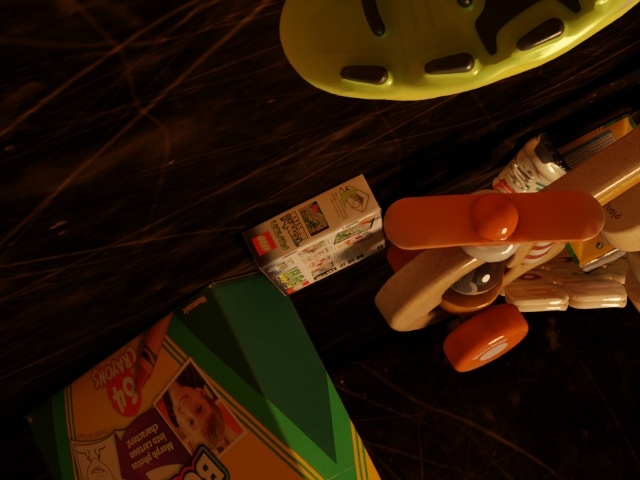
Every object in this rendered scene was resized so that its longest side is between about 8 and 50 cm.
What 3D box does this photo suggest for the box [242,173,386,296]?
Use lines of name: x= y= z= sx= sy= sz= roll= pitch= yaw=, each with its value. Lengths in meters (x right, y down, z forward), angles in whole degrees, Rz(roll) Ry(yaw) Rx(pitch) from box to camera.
box: x=0.000 y=0.000 z=1.131 sx=0.114 sy=0.036 sz=0.207 roll=-26 pitch=170 yaw=-1

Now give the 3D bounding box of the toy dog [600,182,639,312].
toy dog: x=0.422 y=-0.035 z=1.202 sx=0.220 sy=0.161 sz=0.333 roll=24 pitch=114 yaw=-34

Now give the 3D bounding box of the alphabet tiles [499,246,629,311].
alphabet tiles: x=0.276 y=0.034 z=1.576 sx=0.278 sy=0.021 sz=0.284 roll=-4 pitch=-164 yaw=-4

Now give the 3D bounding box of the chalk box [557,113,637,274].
chalk box: x=0.331 y=-0.048 z=1.454 sx=0.132 sy=0.132 sz=0.213 roll=-29 pitch=171 yaw=10

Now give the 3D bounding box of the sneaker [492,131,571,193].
sneaker: x=0.214 y=-0.064 z=1.280 sx=0.075 sy=0.057 sz=0.161 roll=-33 pitch=172 yaw=9

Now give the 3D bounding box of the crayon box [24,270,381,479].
crayon box: x=-0.121 y=0.247 z=1.302 sx=0.106 sy=0.313 sz=0.363 roll=-15 pitch=165 yaw=-49

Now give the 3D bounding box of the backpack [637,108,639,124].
backpack: x=0.390 y=-0.118 z=1.320 sx=0.098 sy=0.101 sz=0.120 roll=-27 pitch=173 yaw=8

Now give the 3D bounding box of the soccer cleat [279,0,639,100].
soccer cleat: x=0.120 y=-0.138 z=0.563 sx=0.289 sy=0.093 sz=0.121 roll=-27 pitch=177 yaw=7

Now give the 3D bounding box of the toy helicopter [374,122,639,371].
toy helicopter: x=0.199 y=-0.029 z=1.125 sx=0.355 sy=0.140 sz=0.235 roll=-35 pitch=159 yaw=12
